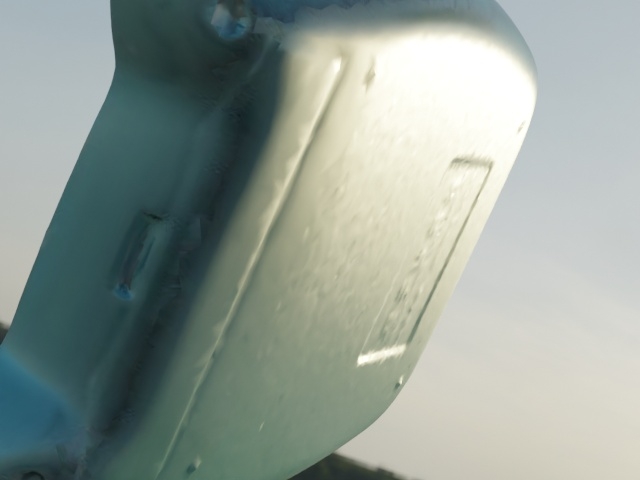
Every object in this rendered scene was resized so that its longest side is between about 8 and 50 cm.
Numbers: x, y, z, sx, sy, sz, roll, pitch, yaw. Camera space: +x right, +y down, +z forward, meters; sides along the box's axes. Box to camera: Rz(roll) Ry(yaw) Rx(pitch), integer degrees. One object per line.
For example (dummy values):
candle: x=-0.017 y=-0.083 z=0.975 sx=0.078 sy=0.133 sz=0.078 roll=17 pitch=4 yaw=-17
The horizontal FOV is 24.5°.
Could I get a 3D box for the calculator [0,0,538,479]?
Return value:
calculator: x=0.000 y=0.000 z=0.627 sx=0.054 sy=0.256 sz=0.386 roll=28 pitch=11 yaw=20
